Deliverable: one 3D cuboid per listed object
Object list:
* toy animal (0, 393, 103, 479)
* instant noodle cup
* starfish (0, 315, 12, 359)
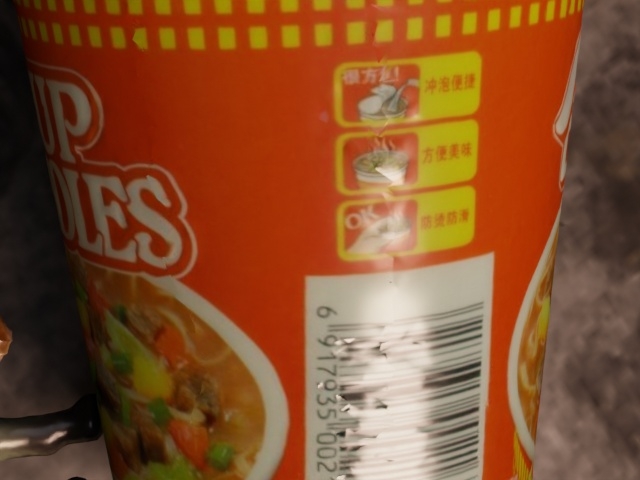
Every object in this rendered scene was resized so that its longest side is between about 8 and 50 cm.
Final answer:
[{"bbox_3d":[-0.161,0.100,0.515,0.176,0.073,0.217,4,99,-5],"label":"toy animal"},{"bbox_3d":[0.000,0.000,0.503,0.193,0.193,0.212,-6,104,-14],"label":"instant noodle cup"},{"bbox_3d":[-0.157,-0.050,0.445,0.043,0.240,0.227,-22,141,11],"label":"starfish"}]
